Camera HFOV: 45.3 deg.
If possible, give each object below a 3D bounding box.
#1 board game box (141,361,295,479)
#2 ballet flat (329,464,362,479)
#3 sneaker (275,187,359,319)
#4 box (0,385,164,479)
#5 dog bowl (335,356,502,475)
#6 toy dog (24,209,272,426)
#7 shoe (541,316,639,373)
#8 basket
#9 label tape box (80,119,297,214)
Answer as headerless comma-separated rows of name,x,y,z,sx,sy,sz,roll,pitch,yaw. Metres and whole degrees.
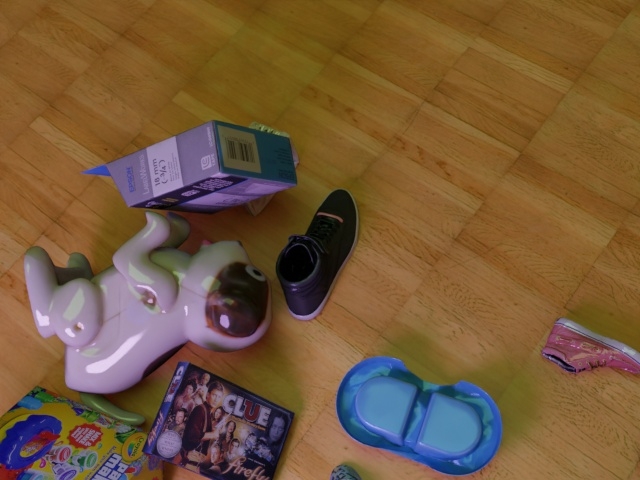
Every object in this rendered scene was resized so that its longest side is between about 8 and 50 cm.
board game box,-0.173,0.336,1.354,0.042,0.243,0.165,-12,52,53
ballet flat,0.057,0.478,1.329,0.070,0.070,0.188,-17,63,1
sneaker,0.000,0.000,1.522,0.105,0.147,0.295,14,66,17
box,-0.459,0.439,1.296,0.279,0.177,0.290,17,33,16
dog bowl,0.175,0.319,1.382,0.297,0.074,0.166,16,68,15
toy dog,-0.293,0.129,1.438,0.408,0.284,0.395,-12,76,3
shoe,0.495,0.214,1.392,0.178,0.063,0.081,26,72,25
basket,-0.140,-0.157,1.638,0.103,0.113,0.167,29,72,22
label tape box,-0.249,-0.117,1.467,0.334,0.241,0.106,-16,80,30
